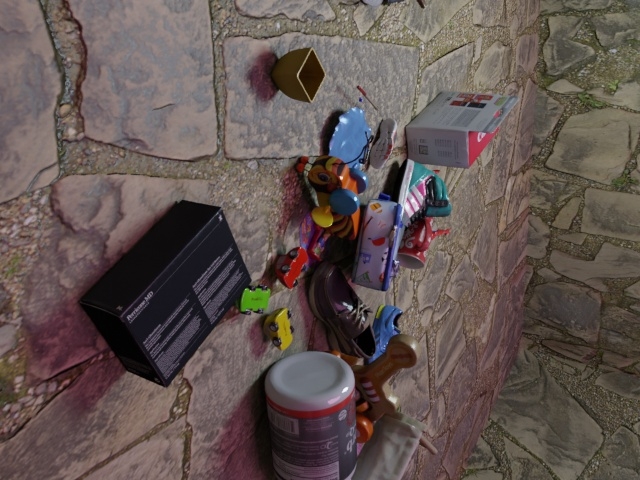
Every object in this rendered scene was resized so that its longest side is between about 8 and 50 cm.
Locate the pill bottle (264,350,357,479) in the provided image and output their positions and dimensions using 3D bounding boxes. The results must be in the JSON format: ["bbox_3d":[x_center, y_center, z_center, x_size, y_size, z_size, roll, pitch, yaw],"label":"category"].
[{"bbox_3d":[-0.017,0.469,1.455,0.210,0.210,0.363,-34,129,-50],"label":"pill bottle"}]

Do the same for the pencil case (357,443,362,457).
[{"bbox_3d":[0.072,0.526,1.718,0.124,0.113,0.273,-4,104,-72],"label":"pencil case"}]

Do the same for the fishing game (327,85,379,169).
[{"bbox_3d":[0.069,-0.246,1.535,0.189,0.041,0.264,25,86,-59],"label":"fishing game"}]

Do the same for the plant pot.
[{"bbox_3d":[-0.051,-0.341,1.252,0.081,0.083,0.081,-65,147,-22],"label":"plant pot"}]

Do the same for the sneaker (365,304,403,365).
[{"bbox_3d":[0.201,0.306,1.900,0.069,0.082,0.209,33,72,-60],"label":"sneaker"}]

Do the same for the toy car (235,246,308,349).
[{"bbox_3d":[-0.120,0.122,1.322,0.225,0.053,0.239,9,91,-60],"label":"toy car"}]

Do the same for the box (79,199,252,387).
[{"bbox_3d":[-0.250,0.084,1.040,0.261,0.103,0.184,-53,144,-36],"label":"box"}]

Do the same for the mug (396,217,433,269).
[{"bbox_3d":[0.309,-0.008,1.920,0.113,0.150,0.169,40,60,-41],"label":"mug"}]

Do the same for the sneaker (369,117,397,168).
[{"bbox_3d":[0.187,-0.263,1.710,0.158,0.061,0.065,-69,155,-16],"label":"sneaker"}]

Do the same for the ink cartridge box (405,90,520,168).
[{"bbox_3d":[0.457,-0.354,1.924,0.309,0.272,0.130,-45,136,-43],"label":"ink cartridge box"}]

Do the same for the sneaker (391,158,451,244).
[{"bbox_3d":[0.297,-0.083,1.824,0.124,0.178,0.295,143,-37,-79],"label":"sneaker"}]

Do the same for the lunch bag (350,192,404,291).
[{"bbox_3d":[0.157,0.000,1.597,0.303,0.115,0.243,-25,126,-84],"label":"lunch bag"}]

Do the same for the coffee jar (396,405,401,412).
[{"bbox_3d":[0.193,0.525,1.942,0.079,0.096,0.184,-64,146,-19],"label":"coffee jar"}]

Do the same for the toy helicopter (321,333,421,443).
[{"bbox_3d":[0.116,0.330,1.516,0.355,0.235,0.140,-52,175,39],"label":"toy helicopter"}]

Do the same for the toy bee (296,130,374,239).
[{"bbox_3d":[0.029,-0.138,1.408,0.195,0.162,0.298,-55,159,-59],"label":"toy bee"}]

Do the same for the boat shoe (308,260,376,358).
[{"bbox_3d":[0.076,0.187,1.596,0.132,0.130,0.355,-59,144,-31],"label":"boat shoe"}]

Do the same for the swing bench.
[{"bbox_3d":[0.179,0.610,1.637,0.253,0.165,0.255,-57,148,-21],"label":"swing bench"}]

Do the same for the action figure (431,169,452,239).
[{"bbox_3d":[0.374,-0.104,2.042,0.139,0.091,0.280,-16,114,-47],"label":"action figure"}]

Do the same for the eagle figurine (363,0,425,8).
[{"bbox_3d":[0.226,-0.705,1.548,0.226,0.225,0.298,-51,-156,35],"label":"eagle figurine"}]

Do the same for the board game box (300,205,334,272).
[{"bbox_3d":[0.000,0.000,1.503,0.133,0.033,0.169,-28,123,-54],"label":"board game box"}]
